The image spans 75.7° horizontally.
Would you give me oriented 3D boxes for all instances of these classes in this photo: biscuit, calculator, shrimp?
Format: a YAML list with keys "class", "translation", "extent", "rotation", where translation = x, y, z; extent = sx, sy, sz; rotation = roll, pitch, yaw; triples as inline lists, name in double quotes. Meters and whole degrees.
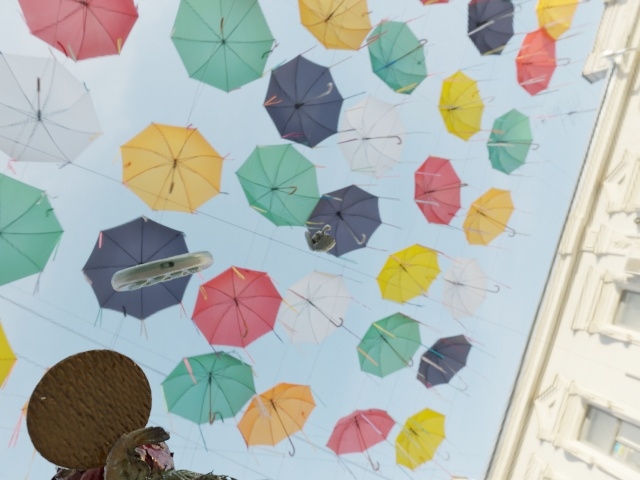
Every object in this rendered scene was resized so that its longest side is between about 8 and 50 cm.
- class: "biscuit"
  translation: [-0.523, 0.384, 0.949]
  extent: [0.261, 0.037, 0.262]
  rotation: [20, -124, -31]
- class: "calculator"
  translation: [-0.301, 0.057, 0.791]
  extent: [0.183, 0.295, 0.042]
  rotation: [-15, -91, -24]
- class: "shrimp"
  translation: [-0.300, 0.464, 0.844]
  extent: [0.295, 0.058, 0.169]
  rotation: [-6, -90, 2]

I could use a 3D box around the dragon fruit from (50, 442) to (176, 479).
- class: "dragon fruit"
  translation: [-0.536, 0.639, 1.071]
  extent: [0.328, 0.329, 0.330]
  rotation: [-3, -83, -26]

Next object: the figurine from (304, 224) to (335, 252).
- class: "figurine"
  translation: [0.000, 0.000, 1.306]
  extent: [0.086, 0.082, 0.094]
  rotation: [-20, -36, -6]
